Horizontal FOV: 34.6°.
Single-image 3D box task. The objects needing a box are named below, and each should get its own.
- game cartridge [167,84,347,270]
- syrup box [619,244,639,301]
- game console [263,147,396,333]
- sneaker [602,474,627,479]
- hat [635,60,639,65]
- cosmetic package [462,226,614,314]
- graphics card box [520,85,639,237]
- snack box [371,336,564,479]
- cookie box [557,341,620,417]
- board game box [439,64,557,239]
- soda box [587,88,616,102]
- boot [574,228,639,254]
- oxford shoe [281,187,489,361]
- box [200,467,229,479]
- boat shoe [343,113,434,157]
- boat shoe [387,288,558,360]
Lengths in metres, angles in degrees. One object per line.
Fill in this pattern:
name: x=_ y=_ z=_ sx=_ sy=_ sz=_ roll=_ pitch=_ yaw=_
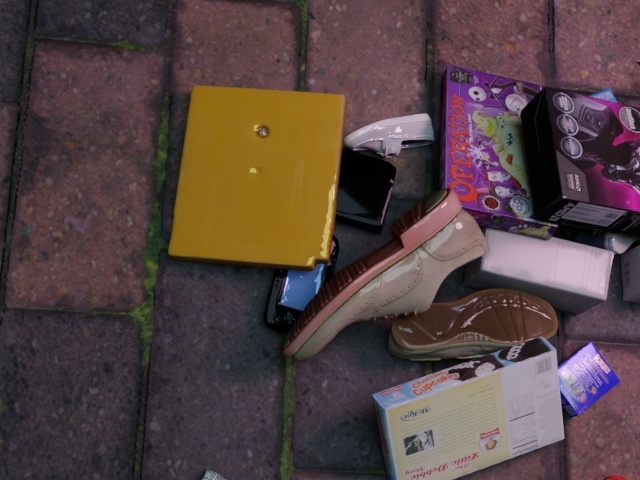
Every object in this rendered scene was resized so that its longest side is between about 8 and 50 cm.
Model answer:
game cartridge: x=-0.109 y=-0.112 z=1.820 sx=0.285 sy=0.053 sz=0.324 roll=5 pitch=77 yaw=7
syrup box: x=0.690 y=0.065 z=1.913 sx=0.236 sy=0.096 sz=0.093 roll=3 pitch=75 yaw=-9
game console: x=0.000 y=0.000 z=1.843 sx=0.213 sy=0.044 sz=0.361 roll=15 pitch=74 yaw=-5
sneaker: x=0.586 y=0.511 z=1.781 sx=0.107 sy=0.118 sz=0.279 roll=-37 pitch=102 yaw=26
hat: x=0.719 y=-0.229 z=2.022 sx=0.183 sy=0.173 sz=0.209 roll=5 pitch=83 yaw=30
cosmetic package: x=0.387 y=0.051 z=1.851 sx=0.237 sy=0.127 sz=0.107 roll=17 pitch=72 yaw=-6
graphics card box: x=0.546 y=-0.127 z=1.831 sx=0.370 sy=0.094 sz=0.233 roll=9 pitch=62 yaw=-19
snack box: x=0.256 y=0.301 z=1.752 sx=0.321 sy=0.060 sz=0.187 roll=-16 pitch=114 yaw=-13
cookie box: x=0.471 y=0.251 z=1.857 sx=0.107 sy=0.040 sz=0.092 roll=-34 pitch=83 yaw=-15
board game box: x=0.321 y=-0.168 z=1.875 sx=0.208 sy=0.056 sz=0.347 roll=8 pitch=53 yaw=-4
soda box: x=0.558 y=-0.178 z=1.966 sx=0.067 sy=0.071 sz=0.210 roll=-20 pitch=80 yaw=-16
boot: x=0.556 y=-0.024 z=1.929 sx=0.190 sy=0.086 sz=0.069 roll=-21 pitch=106 yaw=-44
oxford shoe: x=0.108 y=0.090 z=1.719 sx=0.397 sy=0.140 sz=0.146 roll=-40 pitch=101 yaw=9
box: x=-0.181 y=0.433 z=1.713 sx=0.067 sy=0.018 sz=0.083 roll=29 pitch=73 yaw=-1
boat shoe: x=0.130 y=-0.185 z=1.898 sx=0.184 sy=0.066 sz=0.063 roll=-13 pitch=78 yaw=-30
boat shoe: x=0.267 y=0.159 z=1.820 sx=0.302 sy=0.098 sz=0.109 roll=-7 pitch=64 yaw=-9
